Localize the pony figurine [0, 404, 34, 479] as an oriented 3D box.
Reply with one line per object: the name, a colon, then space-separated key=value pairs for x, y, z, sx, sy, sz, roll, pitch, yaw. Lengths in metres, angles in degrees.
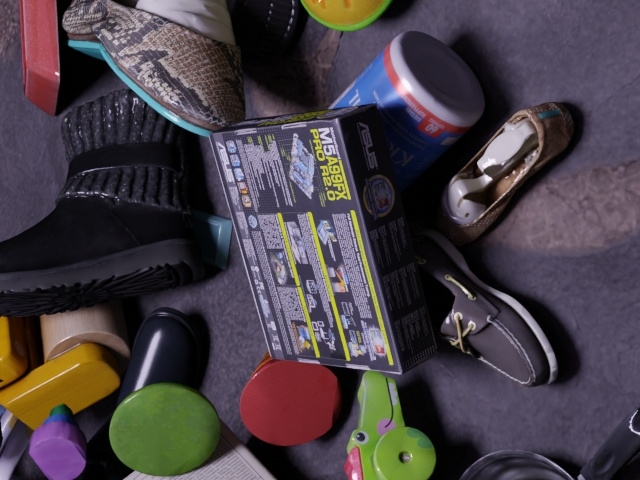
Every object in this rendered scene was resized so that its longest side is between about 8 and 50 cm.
pony figurine: x=-0.526 y=0.375 z=1.821 sx=0.351 sy=0.303 sz=0.363 roll=13 pitch=83 yaw=35

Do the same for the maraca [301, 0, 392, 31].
maraca: x=0.017 y=-0.316 z=1.378 sx=0.127 sy=0.099 sz=0.185 roll=-47 pitch=63 yaw=15

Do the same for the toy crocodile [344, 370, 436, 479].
toy crocodile: x=0.075 y=0.305 z=1.277 sx=0.115 sy=0.105 sz=0.340 roll=104 pitch=157 yaw=-69

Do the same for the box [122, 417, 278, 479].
box: x=-0.079 y=0.362 z=1.414 sx=0.311 sy=0.148 sz=0.121 roll=41 pitch=158 yaw=37

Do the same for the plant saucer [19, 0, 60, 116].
plant saucer: x=-0.405 y=-0.326 z=1.744 sx=0.258 sy=0.048 sz=0.259 roll=159 pitch=108 yaw=-75

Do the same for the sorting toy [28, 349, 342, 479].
sorting toy: x=-0.161 y=0.187 z=1.445 sx=0.126 sy=0.366 sz=0.127 roll=-106 pitch=3 yaw=-60

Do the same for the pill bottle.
pill bottle: x=0.062 y=-0.111 z=1.319 sx=0.221 sy=0.124 sz=0.124 roll=-45 pitch=60 yaw=36

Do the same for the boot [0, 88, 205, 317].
boot: x=-0.327 y=-0.048 z=1.578 sx=0.131 sy=0.348 sz=0.260 roll=110 pitch=149 yaw=-69

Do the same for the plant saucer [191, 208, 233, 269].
plant saucer: x=-0.189 y=-0.013 z=1.639 sx=0.192 sy=0.018 sz=0.067 roll=16 pitch=101 yaw=42

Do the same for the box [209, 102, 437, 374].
box: x=0.000 y=0.000 z=1.287 sx=0.216 sy=0.060 sz=0.270 roll=-1 pitch=108 yaw=49

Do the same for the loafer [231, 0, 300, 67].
loafer: x=-0.059 y=-0.319 z=1.486 sx=0.078 sy=0.080 sz=0.220 roll=-102 pitch=25 yaw=-69

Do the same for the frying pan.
frying pan: x=0.226 y=0.247 z=1.204 sx=0.197 sy=0.053 sz=0.326 roll=30 pitch=110 yaw=41

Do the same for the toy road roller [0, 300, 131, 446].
toy road roller: x=-0.445 y=0.130 z=1.646 sx=0.330 sy=0.240 sz=0.202 roll=-27 pitch=45 yaw=6

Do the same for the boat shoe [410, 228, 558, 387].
boat shoe: x=0.148 y=0.078 z=1.258 sx=0.228 sy=0.069 sz=0.081 roll=45 pitch=142 yaw=35

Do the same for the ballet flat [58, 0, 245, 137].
ballet flat: x=-0.205 y=-0.274 z=1.512 sx=0.483 sy=0.164 sz=0.182 roll=37 pitch=107 yaw=57

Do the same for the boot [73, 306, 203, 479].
boot: x=-0.235 y=0.229 z=1.544 sx=0.094 sy=0.207 sz=0.246 roll=20 pitch=111 yaw=6

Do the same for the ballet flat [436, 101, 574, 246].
ballet flat: x=0.171 y=-0.068 z=1.252 sx=0.206 sy=0.067 sz=0.073 roll=-51 pitch=59 yaw=32
